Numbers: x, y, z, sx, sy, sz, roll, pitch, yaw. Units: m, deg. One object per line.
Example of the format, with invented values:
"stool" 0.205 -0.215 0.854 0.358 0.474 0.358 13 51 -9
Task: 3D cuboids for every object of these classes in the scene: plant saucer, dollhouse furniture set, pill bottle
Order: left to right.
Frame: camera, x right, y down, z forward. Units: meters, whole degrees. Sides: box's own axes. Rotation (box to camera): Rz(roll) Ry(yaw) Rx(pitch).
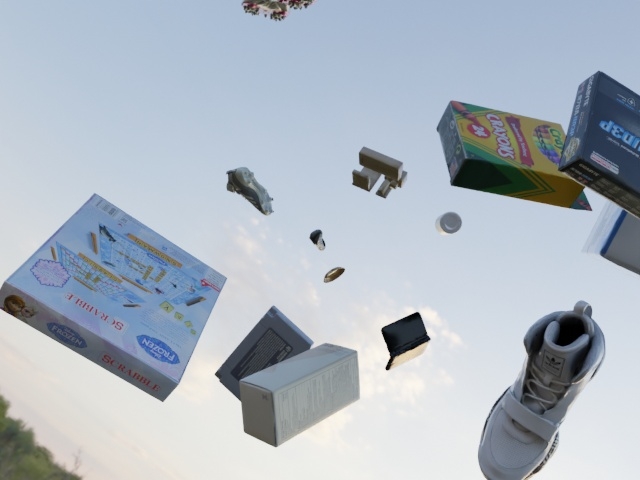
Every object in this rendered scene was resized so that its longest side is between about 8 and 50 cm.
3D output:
"plant saucer" 0.041 0.108 1.934 0.015 0.083 0.083 57 -27 21
"dollhouse furniture set" 0.171 -0.209 1.569 0.144 0.123 0.151 26 -26 21
"pill bottle" 0.367 -0.048 1.730 0.065 0.065 0.116 35 -2 2

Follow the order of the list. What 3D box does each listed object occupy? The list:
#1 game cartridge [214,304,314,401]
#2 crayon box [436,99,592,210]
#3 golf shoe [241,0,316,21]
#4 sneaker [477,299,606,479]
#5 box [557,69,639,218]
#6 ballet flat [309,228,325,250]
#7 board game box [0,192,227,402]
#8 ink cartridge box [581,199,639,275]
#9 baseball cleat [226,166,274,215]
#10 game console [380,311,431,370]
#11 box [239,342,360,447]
"game cartridge" -0.164 0.368 1.814 0.198 0.062 0.297 41 -77 2
"crayon box" 0.419 -0.178 1.254 0.318 0.202 0.081 9 -45 -12
"golf shoe" -0.071 -0.488 1.077 0.115 0.140 0.306 11 8 -23
"sneaker" 0.397 0.273 1.088 0.137 0.366 0.210 31 -14 33
"box" 0.487 -0.137 0.929 0.220 0.175 0.051 28 -23 -10
"ballet flat" 0.000 0.000 2.017 0.057 0.049 0.173 53 2 11
"board game box" -0.356 0.090 1.092 0.318 0.318 0.066 35 -61 -11
"ink cartridge box" 0.733 -0.059 1.321 0.166 0.286 0.395 27 8 17
"baseball cleat" -0.231 -0.156 1.909 0.109 0.072 0.206 -6 -46 26
"game console" 0.203 0.250 1.474 0.071 0.122 0.107 54 -30 31
"box" -0.044 0.375 1.492 0.121 0.311 0.148 6 -78 42
